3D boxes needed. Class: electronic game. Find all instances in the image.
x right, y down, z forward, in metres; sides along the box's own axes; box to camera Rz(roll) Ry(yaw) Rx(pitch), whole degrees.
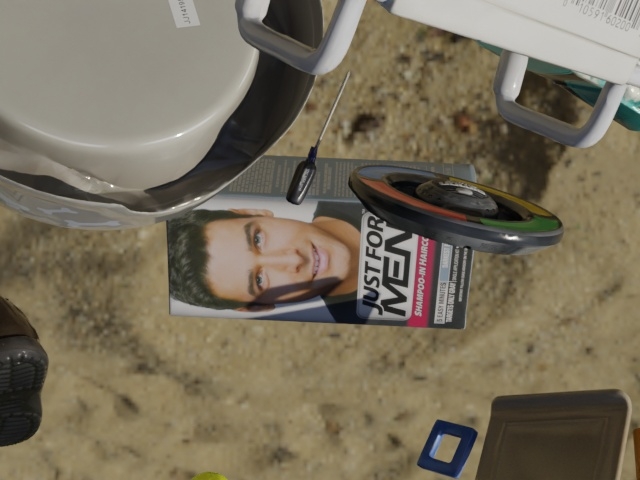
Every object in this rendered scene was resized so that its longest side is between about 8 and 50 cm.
[{"bbox_3d":[0.140,-0.037,1.297,0.229,0.048,0.229,13,-166,-4],"label":"electronic game"}]

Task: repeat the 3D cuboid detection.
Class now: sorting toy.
[{"bbox_3d":[0.257,0.266,1.388,0.347,0.196,0.047,-10,143,40],"label":"sorting toy"}]

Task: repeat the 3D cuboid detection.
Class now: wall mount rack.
[{"bbox_3d":[0.104,-0.214,0.643,0.350,0.130,0.304,10,107,-39],"label":"wall mount rack"}]

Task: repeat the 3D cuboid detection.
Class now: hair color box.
[{"bbox_3d":[0.000,0.000,1.558,0.374,0.113,0.185,3,123,1],"label":"hair color box"}]

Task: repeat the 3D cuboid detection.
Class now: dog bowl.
[{"bbox_3d":[-0.177,-0.165,0.997,0.348,0.349,0.102,7,155,-14],"label":"dog bowl"}]

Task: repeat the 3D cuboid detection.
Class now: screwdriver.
[{"bbox_3d":[-0.003,-0.120,1.439,0.025,0.170,0.024,16,171,14],"label":"screwdriver"}]

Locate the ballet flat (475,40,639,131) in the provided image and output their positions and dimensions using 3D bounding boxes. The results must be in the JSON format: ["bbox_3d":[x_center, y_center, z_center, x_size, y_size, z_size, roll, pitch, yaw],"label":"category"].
[{"bbox_3d":[0.396,-0.301,1.956,0.409,0.147,0.147,24,143,-34],"label":"ballet flat"}]

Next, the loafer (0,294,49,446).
[{"bbox_3d":[-0.267,0.110,1.020,0.080,0.078,0.220,-5,152,-29],"label":"loafer"}]

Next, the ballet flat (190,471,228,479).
[{"bbox_3d":[-0.109,0.340,1.234,0.077,0.231,0.077,-6,161,8],"label":"ballet flat"}]
